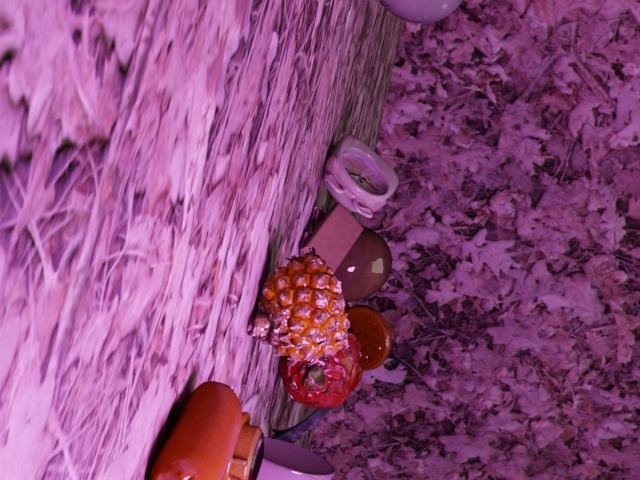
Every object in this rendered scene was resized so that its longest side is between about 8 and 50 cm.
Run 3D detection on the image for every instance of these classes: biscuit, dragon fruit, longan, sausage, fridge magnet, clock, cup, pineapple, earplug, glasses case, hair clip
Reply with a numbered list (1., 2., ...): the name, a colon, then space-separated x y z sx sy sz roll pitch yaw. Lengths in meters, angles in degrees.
1. biscuit: 0.051 0.199 2.389 0.039 0.236 0.179 -5 101 -51
2. dragon fruit: 0.003 0.253 2.298 0.209 0.172 0.172 -57 161 -52
3. longan: 0.055 0.050 2.342 0.204 0.185 0.159 -24 -102 56
4. sausage: -0.131 0.221 1.229 0.197 0.076 0.076 -70 172 -65
5. fridge magnet: -0.122 0.327 1.685 0.143 0.063 0.143 11 90 -83
6. clock: 0.072 -0.121 2.252 0.062 0.151 0.191 -43 -170 34
7. cup: 0.169 -0.556 2.152 0.234 0.186 0.257 -12 86 -76
8. pineapple: -0.051 0.114 1.692 0.161 0.137 0.176 55 -32 29
9. earplug: -0.103 0.497 1.890 0.172 0.172 0.301 -24 133 -84
10. glasses case: 0.000 0.000 2.183 0.070 0.102 0.193 -34 -167 36
11. hair clip: -0.038 0.396 2.402 0.229 0.039 0.070 -38 -156 42
